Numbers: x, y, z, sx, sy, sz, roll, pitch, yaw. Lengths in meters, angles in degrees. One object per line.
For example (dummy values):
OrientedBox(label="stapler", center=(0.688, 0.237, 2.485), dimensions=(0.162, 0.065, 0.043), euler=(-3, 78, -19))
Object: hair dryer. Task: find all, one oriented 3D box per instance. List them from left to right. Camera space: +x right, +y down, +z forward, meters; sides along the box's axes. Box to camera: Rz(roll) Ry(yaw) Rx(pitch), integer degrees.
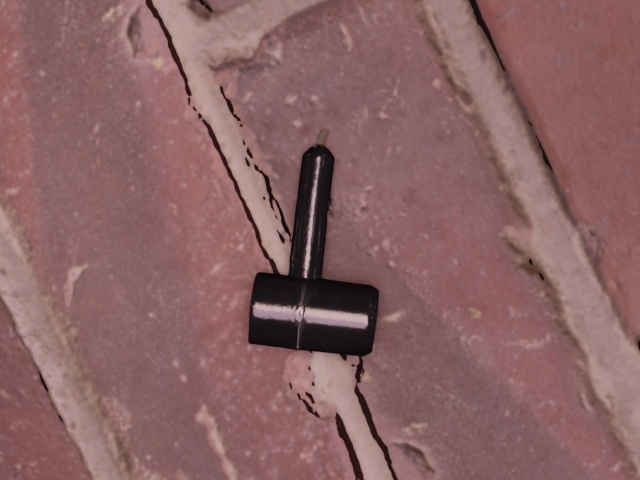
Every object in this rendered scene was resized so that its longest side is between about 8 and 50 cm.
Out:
OrientedBox(label="hair dryer", center=(0.000, 0.000, 1.395), dimensions=(0.124, 0.071, 0.219), euler=(4, 84, 0))
